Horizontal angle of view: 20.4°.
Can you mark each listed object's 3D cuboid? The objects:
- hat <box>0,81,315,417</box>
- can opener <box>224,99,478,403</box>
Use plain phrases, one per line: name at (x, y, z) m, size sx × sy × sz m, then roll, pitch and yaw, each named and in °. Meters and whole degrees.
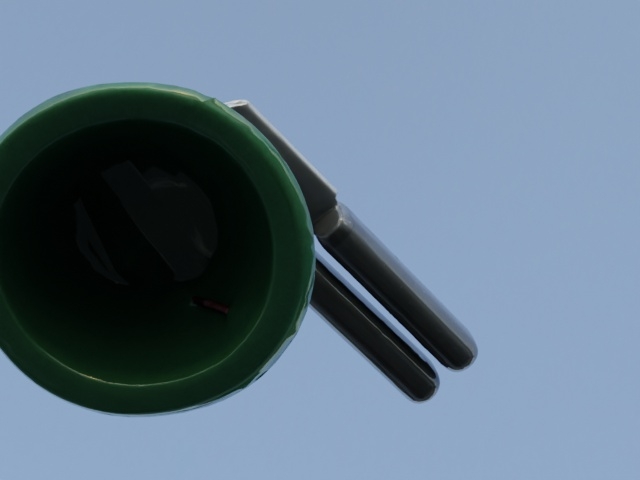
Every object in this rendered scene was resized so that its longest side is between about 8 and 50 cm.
hat at (-0.089, -0.010, 0.969) m, size 0.208 × 0.183 × 0.173 m, roll -10°, pitch -79°, yaw 13°
can opener at (0.000, 0.000, 1.292) m, size 0.076 × 0.095 × 0.283 m, roll -41°, pitch -64°, yaw 9°
